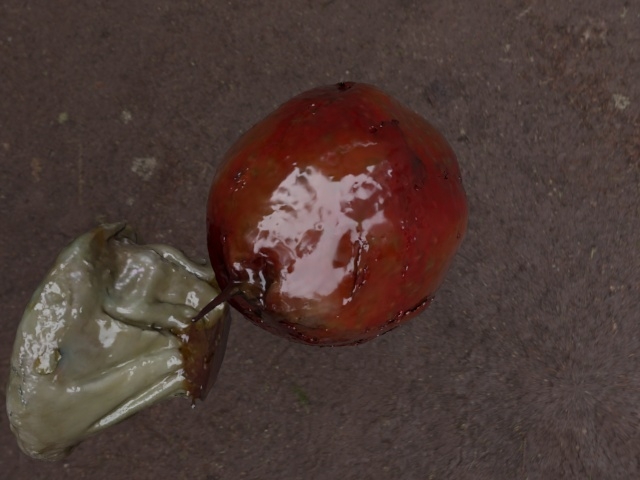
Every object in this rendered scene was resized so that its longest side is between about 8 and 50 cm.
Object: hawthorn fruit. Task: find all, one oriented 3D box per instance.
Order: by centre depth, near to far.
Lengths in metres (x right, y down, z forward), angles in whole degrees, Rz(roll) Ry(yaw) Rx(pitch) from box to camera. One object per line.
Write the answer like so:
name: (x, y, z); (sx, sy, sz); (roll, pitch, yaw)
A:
hawthorn fruit: (0.000, 0.000, 0.418); (0.181, 0.235, 0.181); (13, 123, 22)

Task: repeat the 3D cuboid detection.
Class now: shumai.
shumai: (-0.139, 0.086, 0.502); (0.120, 0.201, 0.201); (19, 86, 9)
